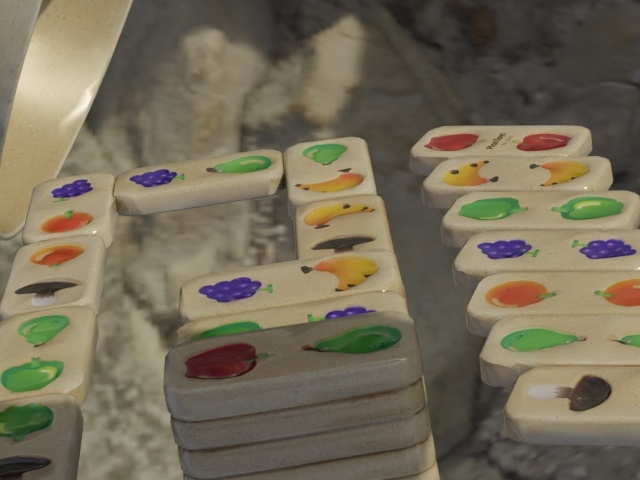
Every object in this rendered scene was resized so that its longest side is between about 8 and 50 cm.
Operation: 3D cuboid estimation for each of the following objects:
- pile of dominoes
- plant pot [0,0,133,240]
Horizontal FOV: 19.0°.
[{"bbox_3d":[0.000,0.000,0.545,0.196,0.251,0.040,-9,112,0],"label":"pile of dominoes"},{"bbox_3d":[-0.199,-0.165,0.977,0.191,0.284,0.284,21,99,0],"label":"plant pot"}]
